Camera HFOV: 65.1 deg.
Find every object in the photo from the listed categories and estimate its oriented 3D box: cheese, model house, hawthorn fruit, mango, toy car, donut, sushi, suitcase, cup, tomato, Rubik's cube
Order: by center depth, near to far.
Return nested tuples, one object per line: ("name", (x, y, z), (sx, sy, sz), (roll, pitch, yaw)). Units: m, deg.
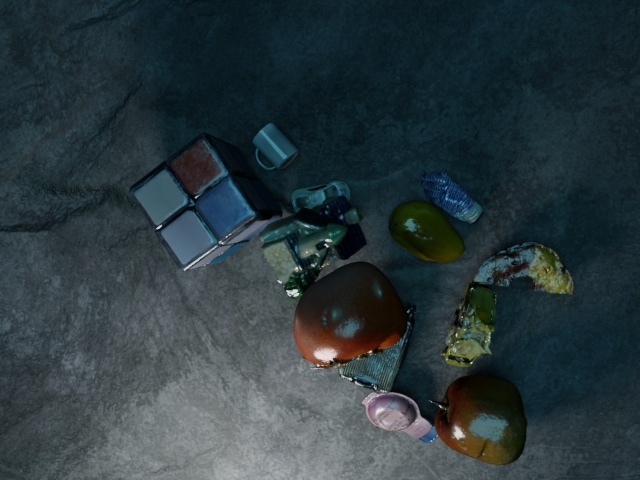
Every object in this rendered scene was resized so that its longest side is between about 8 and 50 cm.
("tomato", (0.077, 0.216, 1.459), (0.341, 0.341, 0.273), (-21, 74, 9))
("model house", (-0.001, -0.002, 1.561), (0.284, 0.298, 0.243), (-27, 102, 18))
("hawthorn fruit", (0.488, 0.556, 1.582), (0.301, 0.268, 0.267), (12, 96, 12))
("donut", (0.640, 0.078, 1.600), (0.295, 0.112, 0.151), (6, 92, 7))
("Rubik's cube", (-0.354, -0.120, 1.625), (0.316, 0.318, 0.313), (-35, 87, 8))
("mango", (0.344, -0.022, 1.627), (0.262, 0.130, 0.167), (40, 94, -2))
("sushi", (0.495, 0.280, 1.630), (0.139, 0.131, 0.291), (17, 96, -4))
("suitcase", (0.191, 0.338, 1.672), (0.202, 0.128, 0.312), (18, 94, 9))
("cheese", (0.275, 0.600, 1.698), (0.286, 0.074, 0.189), (30, 122, -6))
("toy car", (0.001, -0.146, 1.702), (0.205, 0.056, 0.095), (-11, 92, 10))
("cup", (-0.156, -0.310, 1.704), (0.133, 0.136, 0.099), (45, 65, 2))

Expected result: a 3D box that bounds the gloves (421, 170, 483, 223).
("gloves", (0.426, -0.145, 1.630), (0.229, 0.097, 0.119), (34, 68, 9))
